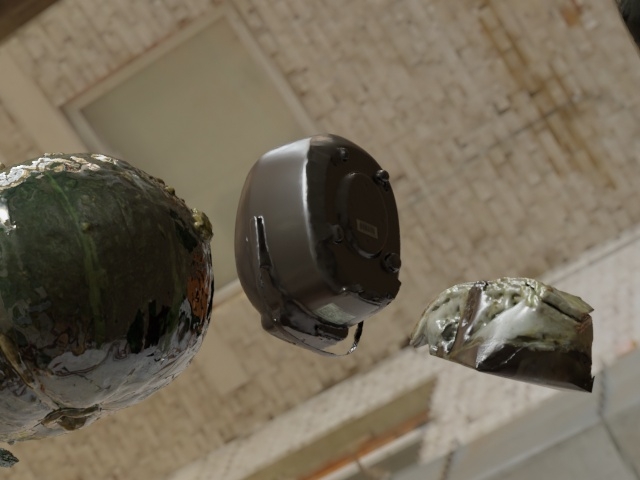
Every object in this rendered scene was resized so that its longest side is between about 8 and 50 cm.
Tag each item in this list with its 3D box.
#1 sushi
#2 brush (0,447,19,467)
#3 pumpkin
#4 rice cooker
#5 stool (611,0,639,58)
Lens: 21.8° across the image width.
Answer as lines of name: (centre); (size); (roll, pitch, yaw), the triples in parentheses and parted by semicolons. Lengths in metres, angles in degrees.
sushi: (0.200, 0.092, 1.848); (0.134, 0.109, 0.273); (14, 179, -17)
brush: (-0.416, 0.218, 1.871); (0.196, 0.070, 0.021); (46, -122, -55)
pumpkin: (-0.148, 0.030, 0.869); (0.190, 0.190, 0.146); (18, -115, -60)
rice cooker: (0.000, 0.001, 1.468); (0.142, 0.118, 0.203); (23, -126, -41)
stool: (0.306, -0.177, 1.117); (0.232, 0.232, 0.141); (51, -166, -21)
